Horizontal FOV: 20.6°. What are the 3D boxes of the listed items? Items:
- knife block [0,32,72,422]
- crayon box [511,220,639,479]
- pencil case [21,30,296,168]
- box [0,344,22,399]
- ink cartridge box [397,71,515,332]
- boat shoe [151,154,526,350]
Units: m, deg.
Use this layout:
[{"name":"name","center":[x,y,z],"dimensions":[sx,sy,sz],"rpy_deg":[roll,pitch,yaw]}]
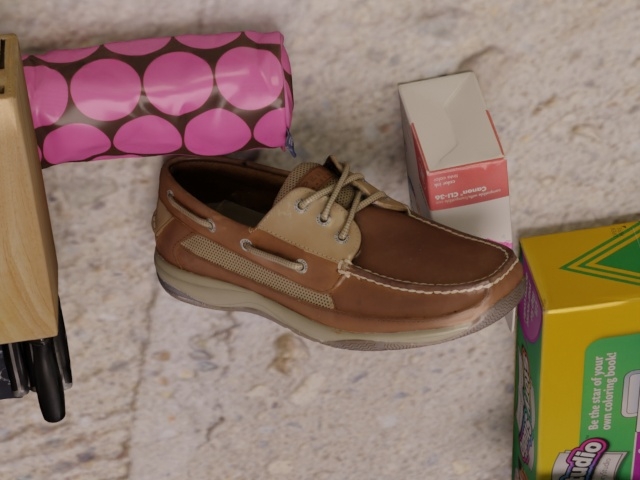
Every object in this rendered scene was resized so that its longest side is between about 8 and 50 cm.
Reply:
[{"name":"knife block","center":[-0.227,0.015,1.292],"dimensions":[0.242,0.088,0.275],"rpy_deg":[33,116,-30]},{"name":"crayon box","center":[0.340,0.133,1.622],"dimensions":[0.313,0.106,0.363],"rpy_deg":[-7,134,-3]},{"name":"pencil case","center":[-0.124,-0.101,1.328],"dimensions":[0.209,0.095,0.098],"rpy_deg":[-3,144,-5]},{"name":"box","center":[-0.325,0.051,1.423],"dimensions":[0.158,0.093,0.156],"rpy_deg":[-5,133,-8]},{"name":"ink cartridge box","center":[0.111,-0.022,1.426],"dimensions":[0.067,0.115,0.198],"rpy_deg":[-12,133,-2]},{"name":"boat shoe","center":[0.000,0.000,1.347],"dimensions":[0.324,0.123,0.116],"rpy_deg":[8,122,28]}]
